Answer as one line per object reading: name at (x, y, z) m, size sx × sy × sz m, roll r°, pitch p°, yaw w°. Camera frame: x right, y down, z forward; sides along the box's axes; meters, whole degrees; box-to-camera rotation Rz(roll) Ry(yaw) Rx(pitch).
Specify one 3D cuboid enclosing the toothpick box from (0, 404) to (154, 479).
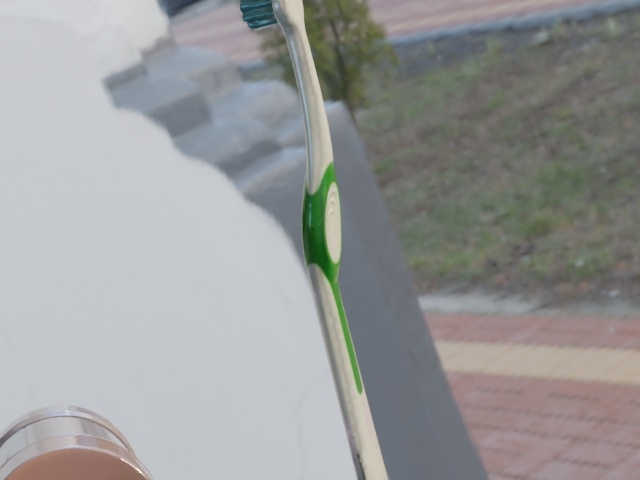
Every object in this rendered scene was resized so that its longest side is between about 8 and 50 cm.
toothpick box at (-0.141, 0.150, 0.768) m, size 0.098 × 0.098 × 0.149 m, roll -24°, pitch 7°, yaw -12°

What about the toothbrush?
toothbrush at (0.005, -0.001, 0.933) m, size 0.040 × 0.418 × 0.042 m, roll -9°, pitch 12°, yaw 23°
